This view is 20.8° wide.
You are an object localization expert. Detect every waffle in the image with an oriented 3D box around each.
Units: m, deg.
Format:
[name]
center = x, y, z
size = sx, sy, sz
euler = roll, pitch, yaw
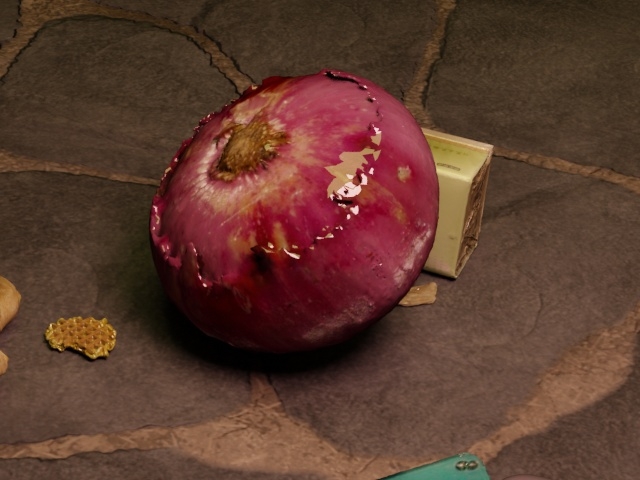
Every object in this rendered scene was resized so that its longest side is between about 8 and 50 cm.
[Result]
[waffle]
center = -0.283, 0.113, 2.057
size = 0.085, 0.016, 0.078
euler = 8, 29, 0

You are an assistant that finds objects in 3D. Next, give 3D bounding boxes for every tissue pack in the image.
[tissue pack]
center = 0.092, -0.065, 2.269
size = 0.234, 0.159, 0.125
euler = 16, 33, 14

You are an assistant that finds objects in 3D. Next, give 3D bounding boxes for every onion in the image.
[onion]
center = -0.028, -0.013, 2.074
size = 0.358, 0.345, 0.358
euler = -8, 33, 5

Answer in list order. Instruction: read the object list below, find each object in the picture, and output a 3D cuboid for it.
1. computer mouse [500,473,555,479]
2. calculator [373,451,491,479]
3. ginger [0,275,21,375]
[computer mouse]
center = 0.192, 0.324, 1.781
size = 0.120, 0.057, 0.232
euler = 12, 37, 26
[calculator]
center = 0.081, 0.337, 1.687
size = 0.248, 0.058, 0.274
euler = -18, 36, -4
[ginger]
center = -0.418, 0.136, 1.946
size = 0.148, 0.081, 0.333
euler = 16, 32, -15
